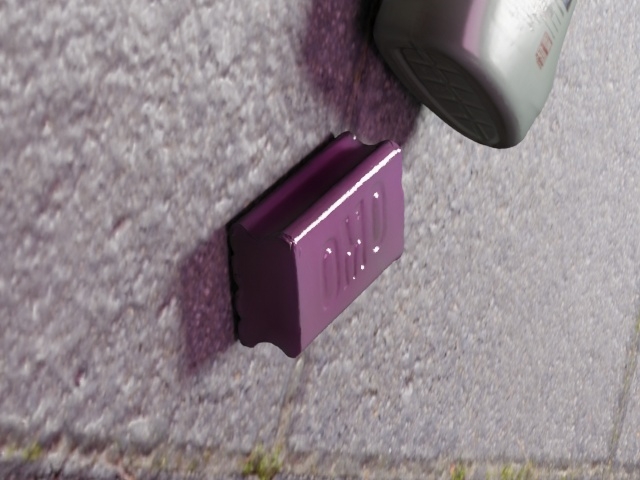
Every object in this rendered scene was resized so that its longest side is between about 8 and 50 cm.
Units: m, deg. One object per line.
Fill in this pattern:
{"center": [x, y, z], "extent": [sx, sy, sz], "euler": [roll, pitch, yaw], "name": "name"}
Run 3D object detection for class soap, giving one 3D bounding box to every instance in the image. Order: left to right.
{"center": [0.000, 0.000, 1.711], "extent": [0.203, 0.065, 0.122], "euler": [-42, 137, -49], "name": "soap"}

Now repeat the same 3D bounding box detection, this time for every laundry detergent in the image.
{"center": [0.200, -0.306, 1.871], "extent": [0.264, 0.125, 0.398], "euler": [44, 67, -56], "name": "laundry detergent"}
